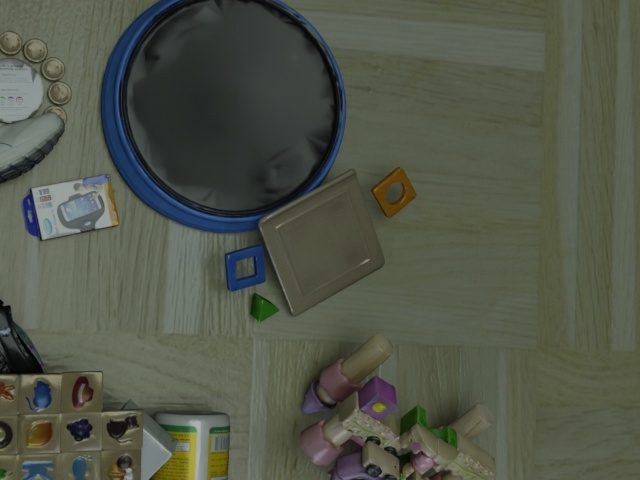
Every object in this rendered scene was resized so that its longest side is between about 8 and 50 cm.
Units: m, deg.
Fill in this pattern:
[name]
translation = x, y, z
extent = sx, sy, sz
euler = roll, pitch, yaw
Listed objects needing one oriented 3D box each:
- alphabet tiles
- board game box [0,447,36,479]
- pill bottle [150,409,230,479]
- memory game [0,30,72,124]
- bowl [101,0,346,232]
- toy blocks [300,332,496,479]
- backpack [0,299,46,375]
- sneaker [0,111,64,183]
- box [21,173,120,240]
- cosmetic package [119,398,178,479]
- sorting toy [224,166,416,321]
[alphabet tiles]
translation = -0.418, 0.321, 1.765
extent = 0.342, 0.011, 0.285
euler = 0, 101, -15
[board game box]
translation = -0.605, 0.326, 1.763
extent = 0.347, 0.078, 0.233
euler = 29, 92, -19
[pill bottle]
translation = -0.197, 0.363, 1.916
extent = 0.117, 0.117, 0.208
euler = 3, 86, -18
[memory game]
translation = -0.466, -0.223, 1.916
extent = 0.186, 0.012, 0.186
euler = 1, 87, -18
[bowl]
translation = -0.143, -0.208, 1.989
extent = 0.391, 0.077, 0.391
euler = 1, 86, -18
[toy blocks]
translation = 0.089, 0.362, 1.947
extent = 0.288, 0.309, 0.260
euler = 36, 119, -21
[backpack]
translation = -0.470, 0.173, 1.838
extent = 0.152, 0.115, 0.182
euler = -41, 100, -5
[sneaker]
translation = -0.514, -0.129, 1.840
extent = 0.297, 0.111, 0.129
euler = -24, 87, -13
[box]
translation = -0.378, -0.049, 1.927
extent = 0.136, 0.028, 0.081
euler = -13, 91, -20
[cosmetic package]
translation = -0.323, 0.350, 1.854
extent = 0.099, 0.060, 0.239
euler = 43, 100, -7
[sorting toy]
translation = 0.000, 0.000, 2.021
extent = 0.347, 0.047, 0.196
euler = -29, 122, -18
